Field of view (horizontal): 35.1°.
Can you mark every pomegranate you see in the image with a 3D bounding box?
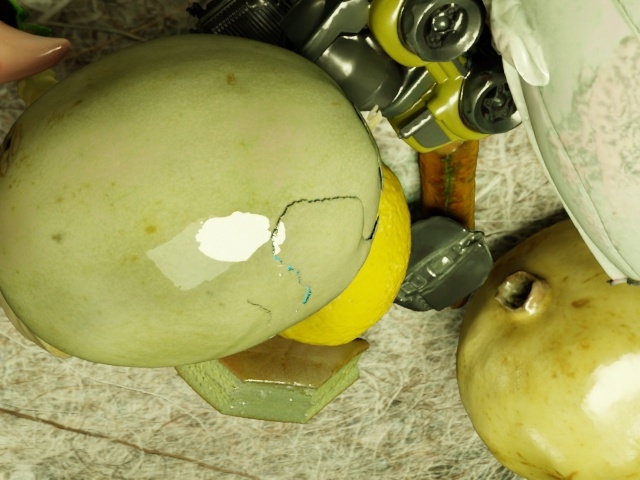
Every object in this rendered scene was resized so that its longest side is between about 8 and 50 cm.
[{"bbox_3d":[0.316,0.125,1.128,0.332,0.333,0.333,-6,133,-7],"label":"pomegranate"}]

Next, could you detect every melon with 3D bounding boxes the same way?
[{"bbox_3d":[-0.103,-0.036,0.822,0.330,0.268,0.268,-19,133,8],"label":"melon"}]

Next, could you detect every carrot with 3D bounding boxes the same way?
[{"bbox_3d":[0.147,-0.028,1.125,0.066,0.066,0.314,-12,137,-1],"label":"carrot"}]

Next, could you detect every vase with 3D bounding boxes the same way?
[{"bbox_3d":[0.235,-0.199,0.761,0.250,0.250,0.445,-24,98,10],"label":"vase"}]

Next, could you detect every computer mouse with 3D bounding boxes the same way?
[{"bbox_3d":[0.111,0.032,1.117,0.106,0.062,0.192,42,150,-8],"label":"computer mouse"}]

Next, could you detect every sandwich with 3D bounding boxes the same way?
[{"bbox_3d":[-0.060,0.161,1.233,0.258,0.096,0.094,8,135,-15],"label":"sandwich"}]

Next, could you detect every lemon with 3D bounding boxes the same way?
[{"bbox_3d":[0.000,0.000,1.029,0.188,0.188,0.257,-3,126,-9],"label":"lemon"}]

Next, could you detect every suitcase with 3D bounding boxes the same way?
[{"bbox_3d":[-0.054,-0.186,0.932,0.086,0.059,0.126,-34,130,20],"label":"suitcase"}]

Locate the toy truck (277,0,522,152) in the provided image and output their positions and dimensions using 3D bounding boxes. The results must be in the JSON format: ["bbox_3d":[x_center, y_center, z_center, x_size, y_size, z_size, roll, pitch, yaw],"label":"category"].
[{"bbox_3d":[0.077,-0.162,0.912,0.165,0.147,0.224,-38,133,11],"label":"toy truck"}]

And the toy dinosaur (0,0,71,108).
[{"bbox_3d":[-0.300,-0.158,0.824,0.194,0.177,0.152,1,133,-15],"label":"toy dinosaur"}]

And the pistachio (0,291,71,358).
[{"bbox_3d":[-0.273,0.017,1.017,0.126,0.152,0.223,-11,115,3],"label":"pistachio"}]
